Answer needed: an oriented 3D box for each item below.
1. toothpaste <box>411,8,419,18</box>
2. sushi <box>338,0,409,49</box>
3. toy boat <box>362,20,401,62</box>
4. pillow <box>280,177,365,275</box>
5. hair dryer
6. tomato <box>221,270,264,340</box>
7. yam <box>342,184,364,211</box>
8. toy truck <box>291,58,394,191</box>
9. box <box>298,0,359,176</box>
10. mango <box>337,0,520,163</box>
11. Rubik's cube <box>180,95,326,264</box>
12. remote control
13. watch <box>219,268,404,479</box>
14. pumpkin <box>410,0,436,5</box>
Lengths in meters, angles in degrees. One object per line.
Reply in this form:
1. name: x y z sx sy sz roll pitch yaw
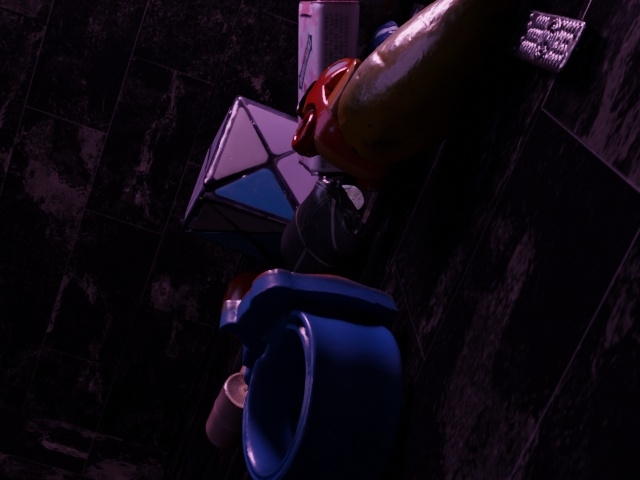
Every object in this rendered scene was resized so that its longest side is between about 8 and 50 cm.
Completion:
1. toothpaste: 0.189 -0.430 1.855 0.140 0.021 0.037 -89 25 -70
2. sushi: 0.119 -0.524 2.099 0.225 0.136 0.126 -44 31 56
3. toy boat: 0.121 -0.314 1.895 0.291 0.070 0.210 -87 13 -46
4. pillow: 0.000 0.000 1.789 0.161 0.093 0.335 68 154 16
5. hair dryer: -0.168 0.326 2.282 0.344 0.107 0.189 -68 2 -48
6. tomato: -0.191 0.174 2.501 0.195 0.136 0.195 -162 90 -80
7. yam: 0.031 -0.046 1.877 0.169 0.068 0.068 124 162 -56
8. toy truck: 0.084 -0.231 1.605 0.239 0.189 0.265 -54 17 31
9. box: 0.017 -0.325 2.022 0.190 0.112 0.369 -127 35 -71
10. mango: 0.153 -0.226 1.281 0.329 0.176 0.176 -33 58 46
11. Rubik's cube: -0.158 -0.145 2.468 0.307 0.305 0.310 134 156 -63
12. remote control: 0.254 -0.225 1.062 0.245 0.025 0.063 -100 31 -72
13. watch: -0.024 0.218 1.262 0.274 0.241 0.305 -99 28 -43
14. pumpkin: 0.194 -0.500 1.466 0.248 0.248 0.248 -161 90 -81
